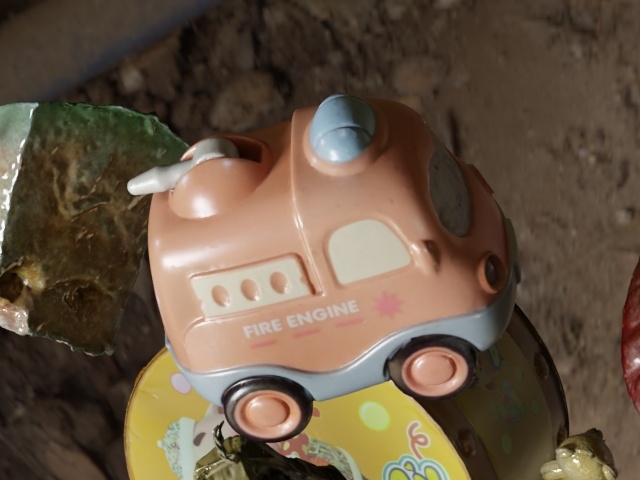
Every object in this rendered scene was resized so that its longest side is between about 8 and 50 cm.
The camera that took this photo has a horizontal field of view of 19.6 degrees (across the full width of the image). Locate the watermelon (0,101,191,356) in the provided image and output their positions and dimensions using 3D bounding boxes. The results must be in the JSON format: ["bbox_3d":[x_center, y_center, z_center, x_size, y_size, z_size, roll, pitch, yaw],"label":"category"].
[{"bbox_3d":[-0.317,-0.039,2.111,0.151,0.264,0.302,28,100,42],"label":"watermelon"}]

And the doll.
[{"bbox_3d":[0.207,0.192,1.488,0.061,0.093,0.051,17,35,10],"label":"doll"}]

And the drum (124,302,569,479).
[{"bbox_3d":[0.026,0.210,1.873,0.431,0.431,0.214,26,37,15],"label":"drum"}]

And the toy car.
[{"bbox_3d":[0.000,0.000,1.342,0.270,0.212,0.180,-15,37,11],"label":"toy car"}]

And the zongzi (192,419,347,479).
[{"bbox_3d":[-0.041,0.178,1.457,0.081,0.189,0.178,-36,24,17],"label":"zongzi"}]

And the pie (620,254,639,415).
[{"bbox_3d":[0.304,0.056,1.361,0.054,0.204,0.219,18,65,-32],"label":"pie"}]
